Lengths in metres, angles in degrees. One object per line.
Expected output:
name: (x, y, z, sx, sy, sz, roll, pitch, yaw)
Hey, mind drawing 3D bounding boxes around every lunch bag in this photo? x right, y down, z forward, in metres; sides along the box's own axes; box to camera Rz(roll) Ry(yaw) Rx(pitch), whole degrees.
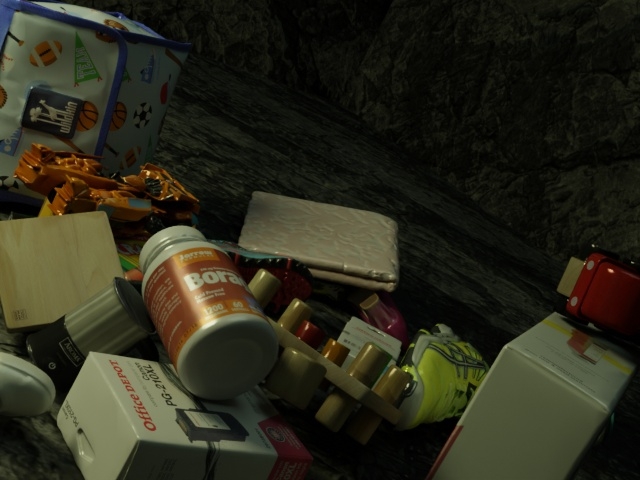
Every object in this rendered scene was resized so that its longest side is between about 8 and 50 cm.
lunch bag: (-0.427, -0.230, 1.803, 0.239, 0.327, 0.385, 24, 12, 24)

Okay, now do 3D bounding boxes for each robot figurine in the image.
robot figurine: (-0.309, -0.068, 1.644, 0.291, 0.085, 0.211, 6, 27, -50)

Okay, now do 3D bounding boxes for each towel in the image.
towel: (0.000, 0.000, 2.116, 0.317, 0.053, 0.332, 10, 22, -1)

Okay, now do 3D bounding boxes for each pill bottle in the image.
pill bottle: (-0.142, 0.078, 1.274, 0.121, 0.121, 0.216, 15, 26, -37)

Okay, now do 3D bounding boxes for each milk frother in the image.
milk frother: (-0.269, 0.117, 1.324, 0.129, 0.135, 0.143, 55, 6, -26)

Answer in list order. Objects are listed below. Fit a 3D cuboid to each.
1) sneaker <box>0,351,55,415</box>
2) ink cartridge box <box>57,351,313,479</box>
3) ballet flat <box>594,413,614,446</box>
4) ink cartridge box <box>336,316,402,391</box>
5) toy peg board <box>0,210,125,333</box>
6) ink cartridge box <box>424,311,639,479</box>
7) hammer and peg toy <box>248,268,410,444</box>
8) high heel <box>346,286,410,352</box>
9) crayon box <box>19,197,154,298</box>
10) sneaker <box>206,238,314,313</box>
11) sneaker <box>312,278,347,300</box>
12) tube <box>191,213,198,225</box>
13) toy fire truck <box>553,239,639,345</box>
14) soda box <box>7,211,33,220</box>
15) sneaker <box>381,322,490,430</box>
sneaker: (-0.389, 0.163, 1.125, 0.212, 0.080, 0.094, 16, 30, -16)
ink cartridge box: (-0.156, 0.227, 1.226, 0.237, 0.100, 0.172, 15, 19, -38)
ballet flat: (0.470, 0.294, 2.053, 0.139, 0.139, 0.400, 28, 11, 2)
ink cartridge box: (0.070, 0.197, 1.774, 0.104, 0.060, 0.180, 28, 16, 4)
toy peg board: (-0.351, 0.055, 1.419, 0.161, 0.079, 0.161, -7, 60, -25)
ink cartridge box: (0.308, 0.271, 1.534, 0.160, 0.279, 0.385, 32, 15, 18)
hammer and peg toy: (-0.026, 0.146, 1.446, 0.266, 0.127, 0.361, 33, -6, 21)
high heel: (0.119, 0.139, 2.061, 0.117, 0.082, 0.244, 54, -2, -11)
crayon box: (-0.311, 0.019, 1.674, 0.202, 0.081, 0.318, 9, 23, -47)
sneaker: (-0.130, 0.042, 1.860, 0.262, 0.104, 0.125, 18, 16, -32)
sneaker: (0.013, 0.091, 2.071, 0.083, 0.031, 0.035, 21, 16, -24)
tube: (-0.257, -0.009, 1.878, 0.052, 0.080, 0.207, 5, 12, 3)
toy fire truck: (0.478, 0.126, 1.533, 0.217, 0.158, 0.246, 21, 5, -23)
soda box: (-0.422, 0.022, 1.529, 0.060, 0.053, 0.169, 20, 18, -25)
sneaker: (0.204, 0.229, 1.744, 0.147, 0.145, 0.385, 31, 17, 14)
